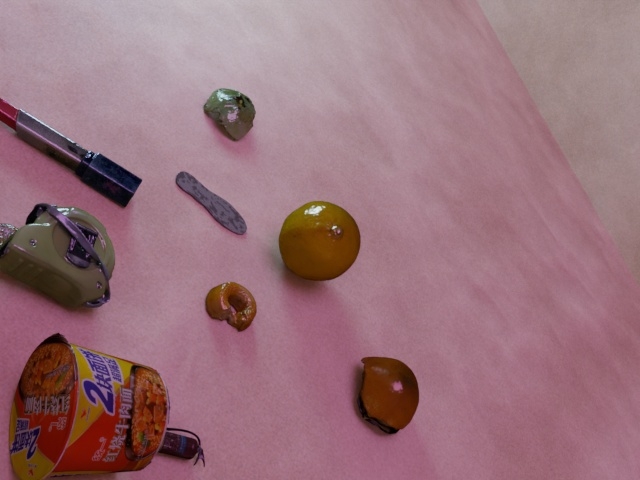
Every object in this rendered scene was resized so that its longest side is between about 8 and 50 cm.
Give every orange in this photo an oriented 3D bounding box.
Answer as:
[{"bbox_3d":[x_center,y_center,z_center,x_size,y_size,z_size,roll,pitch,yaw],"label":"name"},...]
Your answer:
[{"bbox_3d":[0.149,0.317,1.607,0.160,0.112,0.170,-19,83,-48],"label":"orange"}]

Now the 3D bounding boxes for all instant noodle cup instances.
[{"bbox_3d":[-0.342,0.259,1.149,0.174,0.213,0.213,18,47,-41],"label":"instant noodle cup"}]

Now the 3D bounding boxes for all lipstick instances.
[{"bbox_3d":[-0.497,-0.173,1.473,0.312,0.051,0.051,32,43,-14],"label":"lipstick"}]

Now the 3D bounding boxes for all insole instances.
[{"bbox_3d":[-0.237,-0.082,1.661,0.193,0.006,0.065,40,41,-9],"label":"insole"}]

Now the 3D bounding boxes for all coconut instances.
[{"bbox_3d":[-0.213,-0.318,1.838,0.133,0.055,0.158,16,48,-34],"label":"coconut"}]

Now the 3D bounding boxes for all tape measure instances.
[{"bbox_3d":[-0.438,0.022,1.312,0.200,0.106,0.175,37,40,-27],"label":"tape measure"}]

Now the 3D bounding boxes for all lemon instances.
[{"bbox_3d":[0.000,0.000,1.660,0.178,0.203,0.179,6,76,-23],"label":"lemon"}]

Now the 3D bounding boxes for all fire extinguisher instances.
[{"bbox_3d":[-0.251,0.341,1.280,0.132,0.039,0.056,22,55,-27],"label":"fire extinguisher"}]

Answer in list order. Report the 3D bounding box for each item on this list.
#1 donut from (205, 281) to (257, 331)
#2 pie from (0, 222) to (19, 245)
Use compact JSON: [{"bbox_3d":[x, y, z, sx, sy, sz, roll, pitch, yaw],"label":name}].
[{"bbox_3d":[-0.173,0.125,1.523,0.108,0.043,0.097,27,44,-29],"label":"donut"},{"bbox_3d":[-0.542,0.005,1.310,0.085,0.017,0.085,23,46,-26],"label":"pie"}]
